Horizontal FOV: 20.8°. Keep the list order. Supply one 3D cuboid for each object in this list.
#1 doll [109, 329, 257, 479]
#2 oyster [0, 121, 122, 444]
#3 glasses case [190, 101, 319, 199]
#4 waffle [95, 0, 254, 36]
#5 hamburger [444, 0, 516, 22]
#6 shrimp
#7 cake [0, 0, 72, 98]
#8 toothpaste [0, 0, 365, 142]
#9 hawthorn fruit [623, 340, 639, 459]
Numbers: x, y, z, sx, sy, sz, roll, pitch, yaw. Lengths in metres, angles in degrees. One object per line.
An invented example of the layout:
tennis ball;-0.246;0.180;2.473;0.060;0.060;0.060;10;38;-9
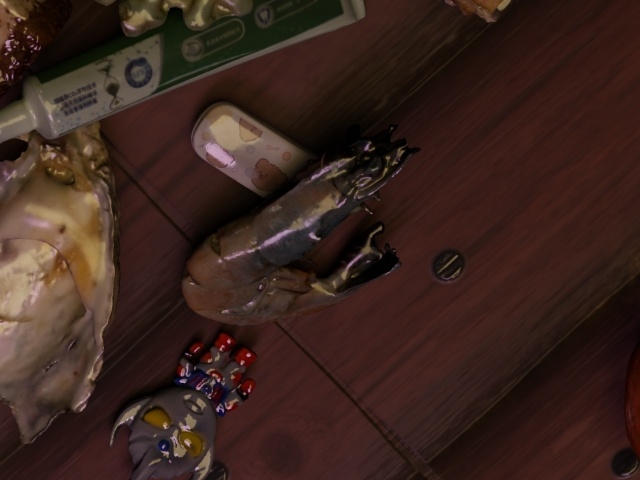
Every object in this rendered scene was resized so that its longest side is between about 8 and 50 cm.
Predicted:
doll;-0.138;0.181;1.777;0.104;0.062;0.195;38;90;-24
oyster;-0.277;0.031;1.662;0.271;0.100;0.275;-32;96;0
glasses case;-0.053;-0.078;1.714;0.164;0.041;0.063;32;102;-24
waffle;-0.121;-0.349;1.569;0.292;0.056;0.309;-29;106;-13
hamburger;0.117;-0.321;1.604;0.207;0.135;0.155;35;93;-39
shrimp;0.002;0.006;1.718;0.289;0.075;0.178;-38;136;12
cake;-0.336;-0.170;1.612;0.112;0.135;0.246;40;126;-13
toothpaste;-0.134;-0.181;1.633;0.392;0.061;0.099;-26;114;-18
hawthorn fruit;0.412;0.181;1.844;0.205;0.205;0.253;4;113;-15
